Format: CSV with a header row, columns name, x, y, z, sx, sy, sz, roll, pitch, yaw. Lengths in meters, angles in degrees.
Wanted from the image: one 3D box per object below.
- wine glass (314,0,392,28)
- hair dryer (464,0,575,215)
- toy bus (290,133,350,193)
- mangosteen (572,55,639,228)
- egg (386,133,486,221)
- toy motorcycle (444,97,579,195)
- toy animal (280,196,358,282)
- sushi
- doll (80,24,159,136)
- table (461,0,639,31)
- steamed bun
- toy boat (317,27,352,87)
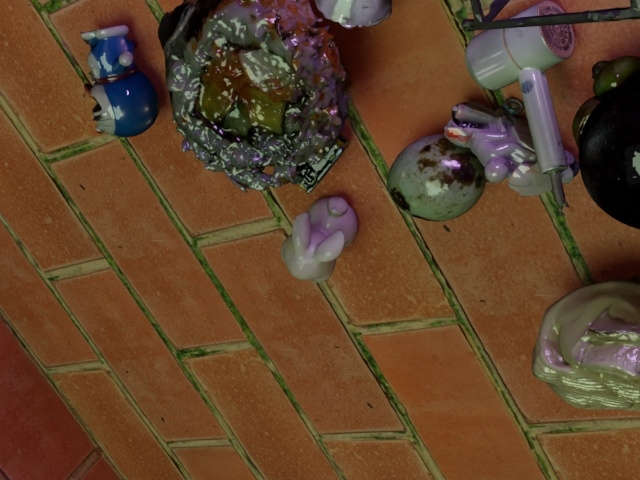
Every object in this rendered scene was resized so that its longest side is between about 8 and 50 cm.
name,x,y,z,sx,sy,sz,roll,pitch,yaw
wine glass,0.077,-0.494,1.830,0.156,0.156,0.232,33,151,8
hair dryer,0.365,-0.212,1.817,0.173,0.107,0.358,-22,75,46
toy bus,-0.078,-0.231,2.198,0.262,0.150,0.128,39,108,2
mangosteen,0.554,-0.162,1.727,0.300,0.300,0.300,20,134,21
egg,0.219,-0.119,2.069,0.231,0.169,0.169,-7,121,56
toy motorcycle,0.343,-0.163,1.941,0.260,0.171,0.110,29,136,9
toy animal,0.002,-0.008,2.312,0.127,0.193,0.179,34,130,6
sushi,-0.123,-0.297,2.001,0.417,0.176,0.418,16,122,28
doll,-0.457,-0.354,2.366,0.215,0.161,0.257,18,129,63
table,0.370,-0.480,1.526,0.272,0.335,0.222,4,127,35
steamed bun,0.587,0.190,2.026,0.346,0.238,0.394,17,162,-7
toy boat,-0.078,-0.392,2.112,0.317,0.099,0.141,33,110,7
